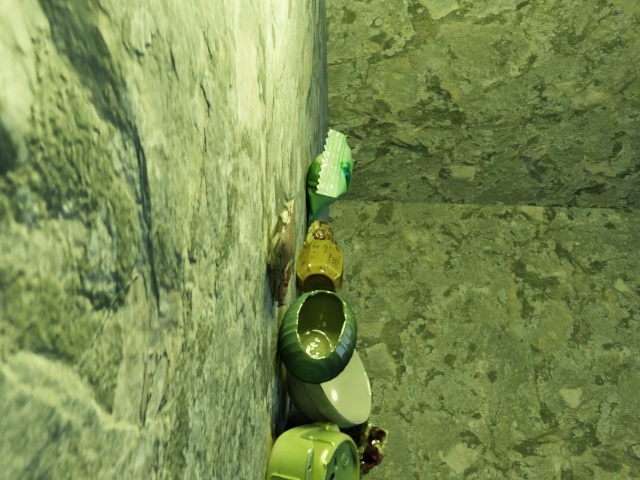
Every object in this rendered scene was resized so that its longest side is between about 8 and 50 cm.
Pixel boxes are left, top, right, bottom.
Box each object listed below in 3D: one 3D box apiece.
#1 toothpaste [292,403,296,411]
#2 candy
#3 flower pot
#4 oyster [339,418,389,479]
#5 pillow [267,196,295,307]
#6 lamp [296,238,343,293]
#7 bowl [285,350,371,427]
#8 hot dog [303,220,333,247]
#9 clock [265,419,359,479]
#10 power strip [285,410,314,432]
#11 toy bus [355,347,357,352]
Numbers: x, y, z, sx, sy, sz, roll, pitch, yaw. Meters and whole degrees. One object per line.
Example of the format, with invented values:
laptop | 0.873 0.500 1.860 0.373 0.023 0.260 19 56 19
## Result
toothpaste | -0.066 0.446 1.757 0.089 0.057 0.234 90 11 -49
candy | 0.008 -0.201 2.061 0.398 0.172 0.262 132 -25 -63
flower pot | -0.007 0.235 1.332 0.157 0.190 0.242 97 8 -48
oyster | 0.067 0.589 1.537 0.271 0.100 0.275 -58 -165 -22
pillow | -0.081 0.031 1.156 0.248 0.049 0.135 95 0 -53
lamp | 0.000 0.093 1.777 0.185 0.162 0.161 -85 176 -57
bowl | 0.006 0.388 1.506 0.287 0.144 0.286 45 27 -30
hot dog | 0.000 0.000 2.037 0.213 0.103 0.146 42 68 -83
clock | -0.003 0.580 1.297 0.348 0.118 0.285 6 85 -63
power strip | -0.049 0.568 1.551 0.256 0.105 0.069 -72 166 -80
toy bus | 0.043 0.428 2.024 0.262 0.128 0.149 22 -51 66
